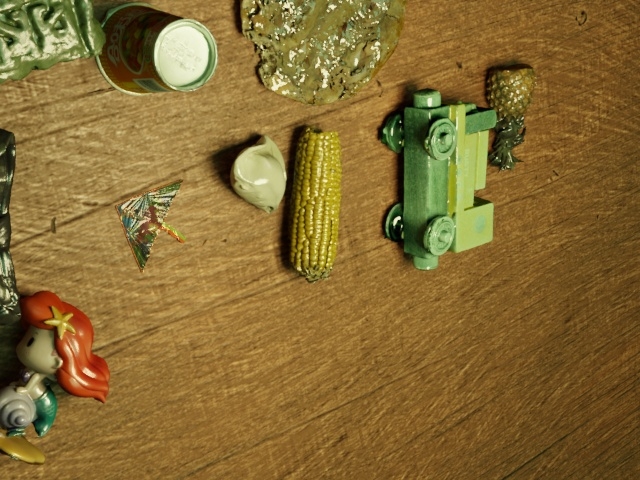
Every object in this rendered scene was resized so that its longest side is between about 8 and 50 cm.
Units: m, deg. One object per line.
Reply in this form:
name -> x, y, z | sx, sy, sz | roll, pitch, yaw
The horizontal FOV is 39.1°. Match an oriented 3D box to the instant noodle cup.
instant noodle cup -> -0.265, -0.314, 1.501 | 0.168, 0.185, 0.168 | -11, 109, -34

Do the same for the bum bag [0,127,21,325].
bum bag -> -0.554, -0.019, 1.428 | 0.144, 0.095, 0.340 | 0, 102, -10

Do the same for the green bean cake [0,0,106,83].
green bean cake -> -0.470, -0.373, 1.373 | 0.255, 0.132, 0.241 | -24, 112, -29

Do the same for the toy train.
toy train -> 0.267, -0.140, 1.973 | 0.253, 0.160, 0.397 | -17, 113, -40

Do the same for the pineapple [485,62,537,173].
pineapple -> 0.438, -0.280, 2.086 | 0.125, 0.125, 0.251 | -15, 116, -33

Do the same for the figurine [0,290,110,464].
figurine -> -0.463, 0.233, 1.531 | 0.208, 0.181, 0.257 | 30, 80, 2

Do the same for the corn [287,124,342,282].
corn -> -0.011, -0.071, 1.811 | 0.115, 0.115, 0.318 | -3, 102, -36

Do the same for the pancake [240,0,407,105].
pancake -> 0.004, -0.444, 1.738 | 0.382, 0.071, 0.382 | -12, 113, -32

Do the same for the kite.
kite -> -0.308, -0.033, 1.660 | 0.159, 0.010, 0.190 | 24, 89, -39

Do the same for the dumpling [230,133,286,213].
dumpling -> -0.111, -0.138, 1.724 | 0.169, 0.100, 0.134 | 34, 67, -40
